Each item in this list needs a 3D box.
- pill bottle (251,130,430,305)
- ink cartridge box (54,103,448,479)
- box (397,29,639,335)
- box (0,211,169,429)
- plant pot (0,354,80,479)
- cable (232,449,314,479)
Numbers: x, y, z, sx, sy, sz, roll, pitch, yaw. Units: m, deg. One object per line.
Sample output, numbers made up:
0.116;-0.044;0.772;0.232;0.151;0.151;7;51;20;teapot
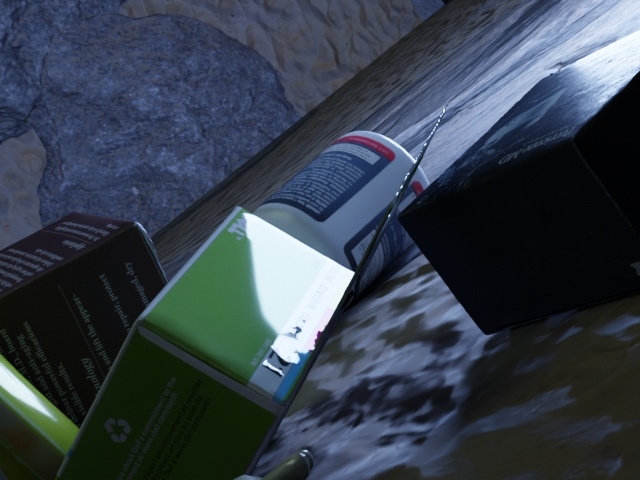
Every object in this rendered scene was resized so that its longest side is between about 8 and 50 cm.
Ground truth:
0.000;0.000;1.150;0.180;0.108;0.108;-42;10;-35;pill bottle
-0.035;0.031;0.821;0.255;0.097;0.189;-62;-3;25;ink cartridge box
0.155;-0.040;0.790;0.158;0.093;0.156;-43;11;-33;box
-0.217;0.097;1.116;0.203;0.167;0.168;-30;17;-20;box
-0.261;0.160;0.887;0.227;0.228;0.207;-49;19;-17;plant pot
-0.106;0.193;0.634;0.287;0.072;0.139;-36;3;5;cable
